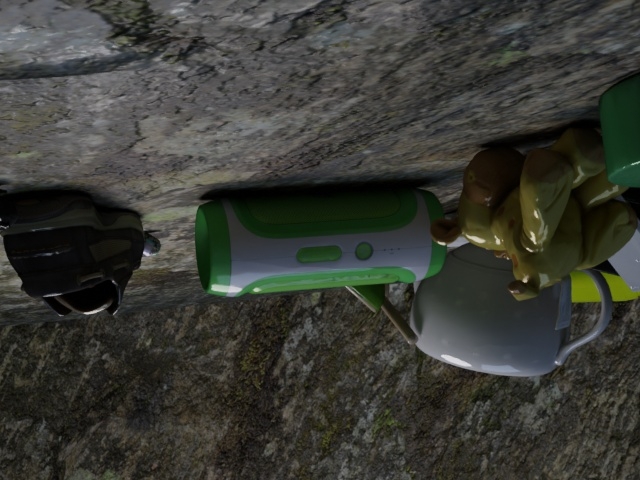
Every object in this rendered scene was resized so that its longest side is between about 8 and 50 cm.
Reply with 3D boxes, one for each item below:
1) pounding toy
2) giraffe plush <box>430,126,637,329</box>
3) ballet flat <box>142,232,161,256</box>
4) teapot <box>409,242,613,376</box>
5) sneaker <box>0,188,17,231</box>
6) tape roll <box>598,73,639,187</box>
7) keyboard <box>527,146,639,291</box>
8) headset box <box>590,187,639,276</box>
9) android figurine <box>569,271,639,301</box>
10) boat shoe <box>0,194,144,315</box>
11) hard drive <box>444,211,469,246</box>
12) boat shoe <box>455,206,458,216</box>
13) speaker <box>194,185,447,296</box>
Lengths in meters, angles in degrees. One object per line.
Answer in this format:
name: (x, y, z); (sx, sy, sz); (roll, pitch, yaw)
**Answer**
pounding toy: (0.063, 0.019, 1.768); (0.237, 0.110, 0.183); (42, 179, -32)
giraffe plush: (0.218, -0.034, 1.306); (0.181, 0.210, 0.170); (3, -162, -39)
ballet flat: (-0.281, 0.008, 1.791); (0.114, 0.041, 0.041); (-11, 172, 42)
teapot: (0.260, 0.081, 1.797); (0.256, 0.187, 0.252); (7, -169, -11)
sneaker: (-0.341, -0.035, 1.236); (0.089, 0.051, 0.170); (0, 177, -43)
tape roll: (0.412, -0.109, 1.081); (0.321, 0.077, 0.321); (-5, 174, -1)
keyboard: (0.331, -0.022, 1.411); (0.072, 0.014, 0.256); (-5, 137, 47)
headset box: (0.490, 0.005, 1.576); (0.283, 0.131, 0.246); (15, -177, 24)
android figurine: (0.400, 0.045, 1.928); (0.273, 0.056, 0.248); (-5, 155, 23)
boat shoe: (-0.298, 0.029, 1.481); (0.132, 0.130, 0.355); (-6, 174, 9)
hard drive: (0.283, -0.027, 1.925); (0.203, 0.040, 0.307); (-2, 173, -33)
boat shoe: (0.250, -0.019, 1.409); (0.207, 0.073, 0.073); (22, 156, 41)
speaker: (0.000, 0.000, 1.515); (0.296, 0.131, 0.131); (-4, 174, -16)
